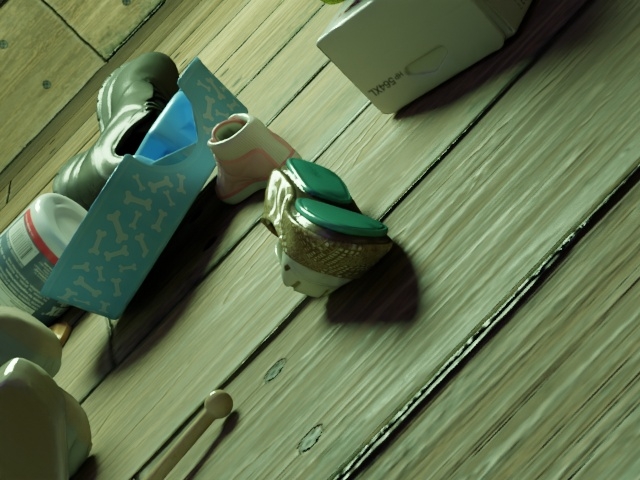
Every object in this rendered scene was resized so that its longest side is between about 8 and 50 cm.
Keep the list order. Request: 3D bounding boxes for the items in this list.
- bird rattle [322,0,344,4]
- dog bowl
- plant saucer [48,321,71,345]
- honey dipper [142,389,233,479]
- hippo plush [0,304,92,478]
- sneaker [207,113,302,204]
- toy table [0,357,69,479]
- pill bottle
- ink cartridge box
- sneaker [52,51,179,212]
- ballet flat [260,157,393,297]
[{"bbox_3d":[0.034,-0.298,1.118,0.253,0.143,0.207,-49,-2,-22],"label":"bird rattle"},{"bbox_3d":[-0.155,-0.045,1.320,0.166,0.074,0.297,-51,8,44],"label":"dog bowl"},{"bbox_3d":[-0.281,0.113,1.422,0.083,0.013,0.083,-41,17,15],"label":"plant saucer"},{"bbox_3d":[-0.110,0.152,0.867,0.161,0.030,0.030,-50,16,-18],"label":"honey dipper"},{"bbox_3d":[-0.308,0.183,1.087,0.236,0.234,0.294,127,134,-56],"label":"hippo plush"},{"bbox_3d":[-0.072,-0.075,1.246,0.051,0.070,0.134,-55,17,-22],"label":"sneaker"},{"bbox_3d":[-0.168,0.185,0.704,0.274,0.161,0.252,-46,16,6],"label":"toy table"},{"bbox_3d":[-0.313,0.045,1.495,0.180,0.108,0.108,-41,17,19],"label":"pill bottle"},{"bbox_3d":[0.103,-0.211,1.099,0.148,0.086,0.203,-30,22,46],"label":"ink cartridge box"},{"bbox_3d":[-0.212,-0.131,1.707,0.130,0.109,0.286,-26,34,36],"label":"sneaker"},{"bbox_3d":[0.000,0.000,0.922,0.206,0.073,0.067,-112,40,-75],"label":"ballet flat"}]
